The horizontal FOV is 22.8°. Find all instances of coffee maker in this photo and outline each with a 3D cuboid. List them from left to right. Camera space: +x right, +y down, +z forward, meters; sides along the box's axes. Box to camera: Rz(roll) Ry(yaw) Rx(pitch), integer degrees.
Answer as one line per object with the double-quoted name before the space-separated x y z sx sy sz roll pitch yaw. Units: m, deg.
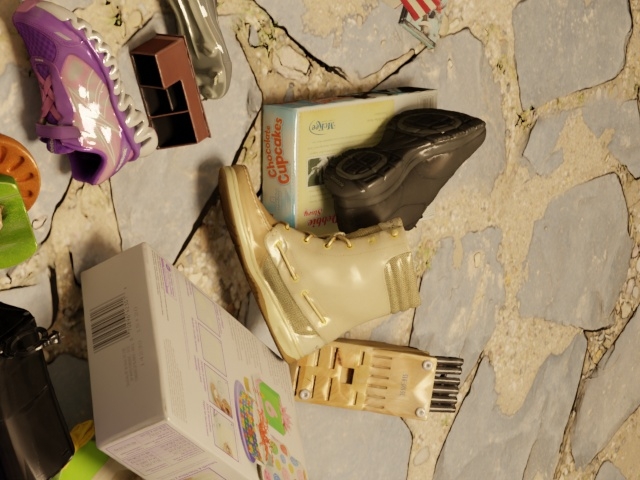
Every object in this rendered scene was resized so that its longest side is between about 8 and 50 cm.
"coffee maker" -0.321 0.167 1.603 0.120 0.171 0.178 -27 118 -27

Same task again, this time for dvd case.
"dvd case" 0.153 -0.344 2.243 0.087 0.013 0.119 30 75 -52

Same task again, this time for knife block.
"knife block" 0.071 0.186 2.216 0.276 0.242 0.088 9 89 -8

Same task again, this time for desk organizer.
"desk organizer" -0.173 -0.169 1.827 0.050 0.047 0.130 -38 126 -39

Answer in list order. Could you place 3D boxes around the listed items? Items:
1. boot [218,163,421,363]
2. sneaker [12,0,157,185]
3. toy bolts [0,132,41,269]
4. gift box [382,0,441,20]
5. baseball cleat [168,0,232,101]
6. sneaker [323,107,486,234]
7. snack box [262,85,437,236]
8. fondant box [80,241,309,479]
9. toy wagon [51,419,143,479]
"boot" 0.000 0.000 1.947 0.203 0.095 0.262 -22 103 -4
"sneaker" -0.264 -0.148 1.680 0.104 0.095 0.236 -50 135 -24
"toy bolts" -0.392 -0.093 1.527 0.218 0.158 0.228 -14 127 -8
"gift box" 0.084 -0.434 1.908 0.255 0.276 0.258 30 66 -10
"baseball cleat" -0.132 -0.268 1.839 0.109 0.072 0.206 -53 140 -41
"sneaker" 0.113 -0.084 2.091 0.286 0.109 0.130 -30 128 -34
"snack box" 0.045 -0.101 2.117 0.322 0.060 0.187 -13 108 -51
"fondant box" -0.136 0.186 1.817 0.330 0.096 0.238 44 27 -47
"toy wagon" -0.245 0.331 1.809 0.267 0.068 0.344 -50 138 -35
